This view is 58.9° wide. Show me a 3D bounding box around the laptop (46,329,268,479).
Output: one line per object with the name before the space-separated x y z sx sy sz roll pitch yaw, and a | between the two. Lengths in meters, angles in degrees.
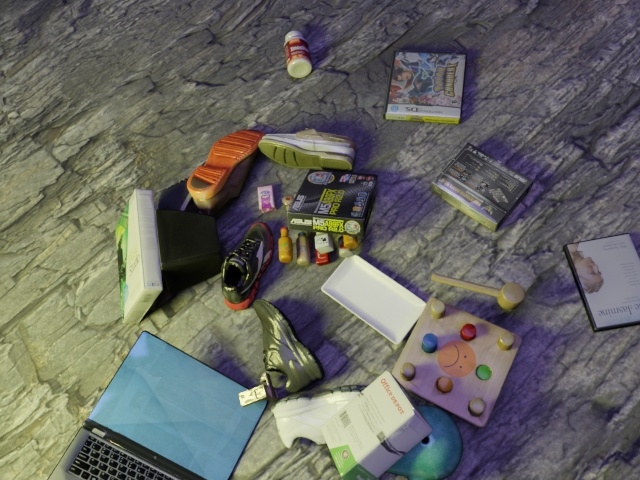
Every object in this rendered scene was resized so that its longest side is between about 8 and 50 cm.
laptop | -0.354 0.476 1.308 0.382 0.408 0.236 32 104 -10

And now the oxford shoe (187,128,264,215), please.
oxford shoe | -0.287 -0.221 1.779 0.130 0.133 0.364 17 50 23

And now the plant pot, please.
plant pot | -0.374 0.021 1.641 0.167 0.188 0.187 -9 63 -10

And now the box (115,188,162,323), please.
box | -0.528 0.046 1.628 0.058 0.232 0.322 6 57 -33

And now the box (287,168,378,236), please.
box | 0.042 -0.115 1.634 0.216 0.060 0.270 7 34 11

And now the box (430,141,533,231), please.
box | 0.473 -0.160 1.667 0.231 0.056 0.183 36 75 22

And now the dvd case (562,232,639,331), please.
dvd case | 0.779 0.109 1.515 0.180 0.022 0.253 -10 64 3

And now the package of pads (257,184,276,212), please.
package of pads | -0.167 -0.130 1.758 0.050 0.032 0.083 -10 64 6

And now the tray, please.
tray | 0.148 0.160 1.576 0.270 0.030 0.145 35 73 21

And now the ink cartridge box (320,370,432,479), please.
ink cartridge box | 0.126 0.435 1.310 0.219 0.092 0.160 -41 30 3

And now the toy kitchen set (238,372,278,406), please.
toy kitchen set | -0.165 0.393 1.485 0.075 0.083 0.068 -24 64 10

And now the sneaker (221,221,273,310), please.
sneaker | -0.210 0.057 1.620 0.097 0.135 0.276 12 66 16

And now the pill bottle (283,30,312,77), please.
pill bottle | -0.081 -0.647 1.960 0.086 0.086 0.152 -12 64 2

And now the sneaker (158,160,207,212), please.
sneaker | -0.421 -0.175 1.788 0.118 0.083 0.222 19 67 21

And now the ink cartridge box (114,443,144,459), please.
ink cartridge box | -0.480 0.576 1.422 0.067 0.115 0.198 -11 63 4

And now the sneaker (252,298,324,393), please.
sneaker | -0.113 0.280 1.520 0.130 0.109 0.286 -37 63 -3

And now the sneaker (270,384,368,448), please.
sneaker | 0.028 0.441 1.436 0.297 0.111 0.129 -13 81 5

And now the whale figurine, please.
whale figurine | 0.202 0.494 1.349 0.272 0.141 0.216 -15 64 4

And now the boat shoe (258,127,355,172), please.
boat shoe | -0.039 -0.293 1.780 0.302 0.113 0.103 13 66 2

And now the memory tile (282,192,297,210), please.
memory tile | -0.045 -0.098 1.702 0.113 0.012 0.148 -14 46 -14

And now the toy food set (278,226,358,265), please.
toy food set | 0.000 0.000 1.623 0.232 0.111 0.104 -15 60 18

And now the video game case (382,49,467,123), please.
video game case | 0.346 -0.510 1.862 0.248 0.035 0.275 6 66 11

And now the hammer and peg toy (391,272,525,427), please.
hammer and peg toy | 0.361 0.255 1.449 0.266 0.127 0.361 23 70 19
